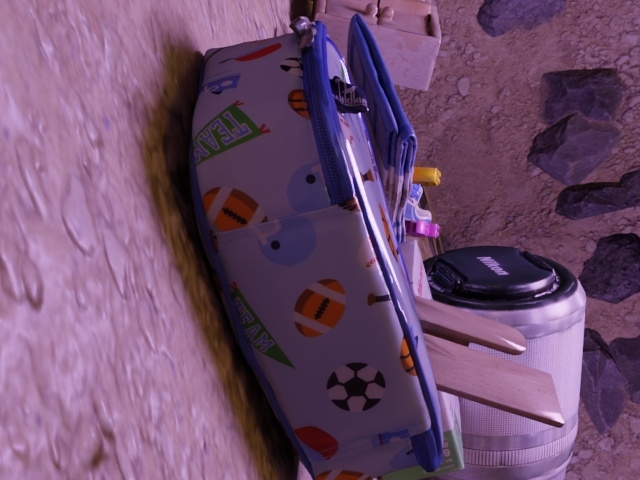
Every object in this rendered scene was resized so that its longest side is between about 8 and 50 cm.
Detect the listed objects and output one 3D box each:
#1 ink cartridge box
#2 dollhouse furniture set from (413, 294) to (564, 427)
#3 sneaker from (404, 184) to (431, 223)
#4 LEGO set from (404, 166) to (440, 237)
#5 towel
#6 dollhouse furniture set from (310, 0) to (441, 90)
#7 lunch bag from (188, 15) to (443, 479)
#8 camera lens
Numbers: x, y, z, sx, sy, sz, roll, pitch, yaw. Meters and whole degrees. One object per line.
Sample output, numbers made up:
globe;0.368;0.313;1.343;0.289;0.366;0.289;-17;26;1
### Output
ink cartridge box;0.083;0.124;1.166;0.154;0.093;0.212;-72;145;-73
dollhouse furniture set;0.106;0.138;0.953;0.144;0.123;0.151;-92;-155;-53
sneaker;0.121;-0.101;1.797;0.080;0.081;0.211;-88;161;-56
LEGO set;0.121;-0.063;1.520;0.227;0.093;0.087;25;71;-68
towel;0.064;-0.086;1.264;0.285;0.034;0.209;90;-12;-48
dollhouse furniture set;0.103;-0.423;1.343;0.256;0.362;0.394;-87;-171;-59
lunch bag;0.000;0.000;0.762;0.243;0.115;0.303;-91;166;-65
camera lens;0.207;0.158;1.352;0.219;0.219;0.274;-78;168;-71
